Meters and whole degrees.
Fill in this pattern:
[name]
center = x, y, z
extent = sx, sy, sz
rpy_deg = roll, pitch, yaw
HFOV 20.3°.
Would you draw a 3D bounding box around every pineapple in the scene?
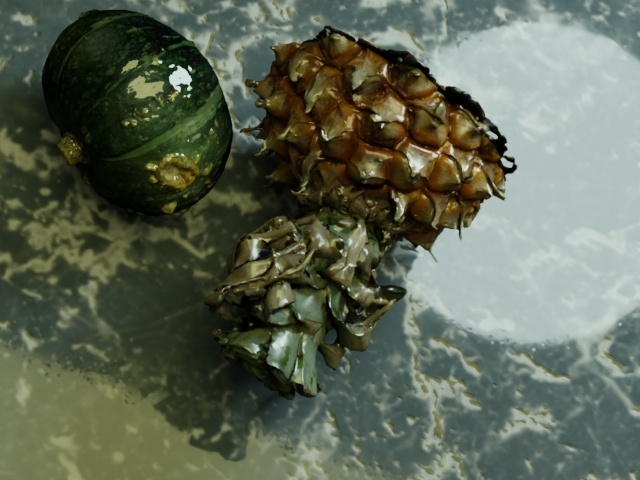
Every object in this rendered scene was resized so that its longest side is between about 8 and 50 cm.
[pineapple]
center = 0.000, 0.000, 1.530
extent = 0.262, 0.262, 0.271
rpy_deg = 30, 68, -4

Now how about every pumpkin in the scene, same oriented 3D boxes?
[pumpkin]
center = -0.159, -0.109, 1.556
extent = 0.190, 0.190, 0.146
rpy_deg = 39, 80, 0
